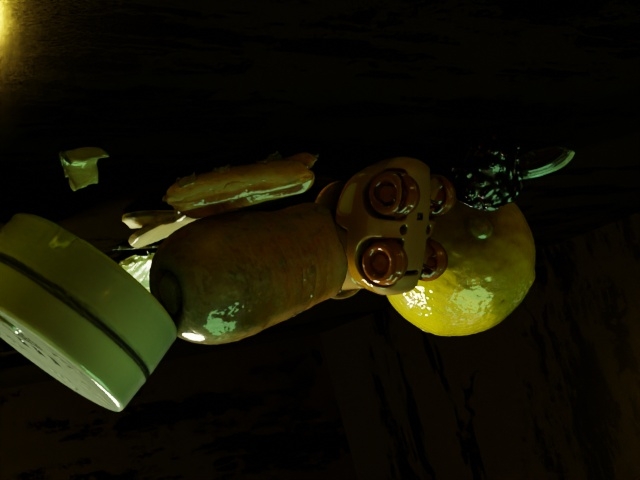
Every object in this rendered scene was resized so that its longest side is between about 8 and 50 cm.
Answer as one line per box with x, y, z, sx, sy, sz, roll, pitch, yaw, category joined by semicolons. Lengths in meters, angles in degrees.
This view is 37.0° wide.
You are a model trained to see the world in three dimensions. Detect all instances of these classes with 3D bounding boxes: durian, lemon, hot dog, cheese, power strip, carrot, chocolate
-0.354;0.073;2.102;0.198;0.163;0.394;28;160;-7;durian
0.288;0.021;2.017;0.364;0.364;0.364;-14;169;-3;lemon
-0.130;-0.093;1.574;0.270;0.072;0.109;-14;171;2;hot dog
-0.330;-0.104;1.323;0.060;0.041;0.084;-18;156;-26;cheese
-0.406;0.126;1.548;0.161;0.357;0.357;-55;-175;-22;power strip
-0.124;0.054;1.673;0.341;0.224;0.224;-14;171;-38;carrot
0.324;-0.152;1.817;0.156;0.156;0.133;-12;139;-14;chocolate

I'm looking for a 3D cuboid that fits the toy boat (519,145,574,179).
0.474;-0.165;2.043;0.140;0.059;0.066;-19;157;15;toy boat

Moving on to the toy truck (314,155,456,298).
0.119;-0.019;1.818;0.212;0.287;0.204;8;-174;37;toy truck

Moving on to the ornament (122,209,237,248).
-0.241;-0.042;1.724;0.201;0.059;0.180;-18;171;7;ornament

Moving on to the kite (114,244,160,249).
-0.212;0.004;1.937;0.406;0.014;0.368;-3;179;-2;kite

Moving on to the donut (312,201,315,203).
-0.001;-0.037;2.030;0.190;0.074;0.174;-28;163;34;donut
